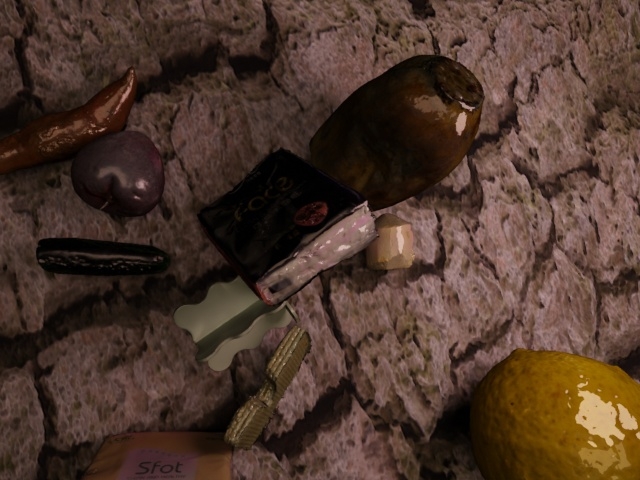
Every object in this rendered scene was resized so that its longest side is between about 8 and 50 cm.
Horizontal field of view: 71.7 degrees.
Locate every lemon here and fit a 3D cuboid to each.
[{"bbox_3d":[0.483,0.386,0.862,0.350,0.387,0.349,3,85,-35],"label":"lemon"}]

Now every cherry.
[{"bbox_3d":[-0.395,-0.131,0.873,0.176,0.140,0.176,9,61,-17],"label":"cherry"}]

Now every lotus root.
[{"bbox_3d":[0.150,-0.205,0.856,0.251,0.346,0.250,11,66,-28],"label":"lotus root"}]

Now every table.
[{"bbox_3d":[-0.168,0.150,0.874,0.198,0.166,0.166,-34,91,-11],"label":"table"}]

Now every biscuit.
[{"bbox_3d":[-0.097,0.290,0.874,0.046,0.147,0.250,28,71,17],"label":"biscuit"}]

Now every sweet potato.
[{"bbox_3d":[-0.500,-0.213,0.885,0.355,0.095,0.106,-35,136,-10],"label":"sweet potato"}]

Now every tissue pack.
[{"bbox_3d":[-0.287,0.442,0.801,0.257,0.215,0.122,2,94,-10],"label":"tissue pack"},{"bbox_3d":[-0.081,-0.040,0.831,0.245,0.332,0.123,-35,127,-12],"label":"tissue pack"}]

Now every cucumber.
[{"bbox_3d":[-0.425,0.036,0.884,0.242,0.074,0.074,4,84,-11],"label":"cucumber"}]

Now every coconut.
[{"bbox_3d":[0.150,0.001,0.970,0.116,0.116,0.122,-5,90,-11],"label":"coconut"}]

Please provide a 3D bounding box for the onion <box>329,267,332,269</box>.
[{"bbox_3d":[0.000,0.000,0.938,0.131,0.131,0.131,1,84,-10],"label":"onion"}]
